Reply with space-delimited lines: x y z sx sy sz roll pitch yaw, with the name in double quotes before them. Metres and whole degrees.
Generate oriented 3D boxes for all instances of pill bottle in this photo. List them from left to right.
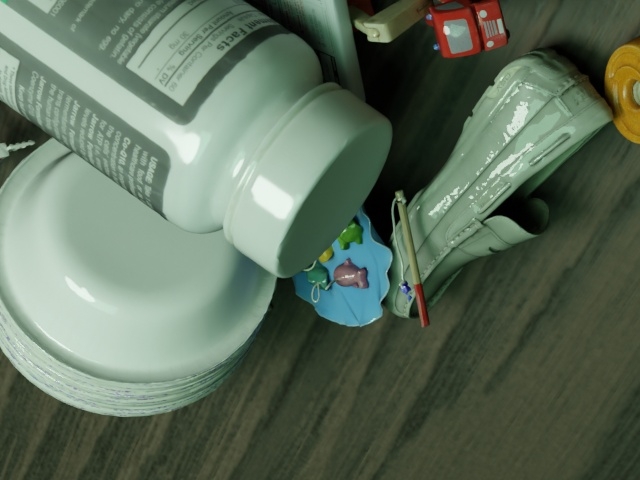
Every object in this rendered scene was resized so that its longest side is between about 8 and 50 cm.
"pill bottle" -0.128 -0.135 1.704 0.361 0.204 0.204 36 128 15

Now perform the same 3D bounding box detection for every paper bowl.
"paper bowl" -0.180 0.015 1.820 0.284 0.284 0.148 32 149 3

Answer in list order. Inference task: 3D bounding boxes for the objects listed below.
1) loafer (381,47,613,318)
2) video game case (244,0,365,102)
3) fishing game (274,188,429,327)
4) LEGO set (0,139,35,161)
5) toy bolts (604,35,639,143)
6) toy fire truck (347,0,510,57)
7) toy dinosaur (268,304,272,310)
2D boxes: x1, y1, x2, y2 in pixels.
"loafer" 0.156 -0.033 1.759 0.111 0.112 0.319 43 128 15
"video game case" -0.052 -0.228 1.721 0.193 0.023 0.212 25 147 31
"fishing game" 0.000 0.000 1.827 0.264 0.041 0.189 13 120 50
"LEGO set" -0.377 -0.069 1.985 0.244 0.060 0.182 44 135 35
"toy bolts" 0.377 -0.133 1.620 0.218 0.158 0.228 59 149 34
"toy fire truck" 0.084 -0.204 1.674 0.135 0.192 0.047 -17 116 1
"toy dinosaur" -0.206 0.032 1.967 0.295 0.127 0.200 6 115 15
